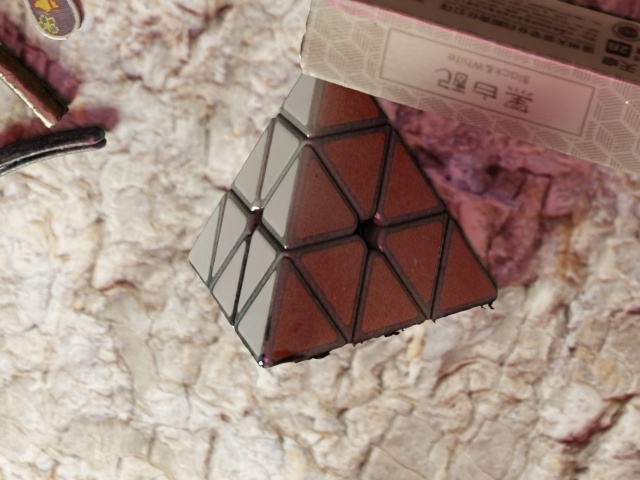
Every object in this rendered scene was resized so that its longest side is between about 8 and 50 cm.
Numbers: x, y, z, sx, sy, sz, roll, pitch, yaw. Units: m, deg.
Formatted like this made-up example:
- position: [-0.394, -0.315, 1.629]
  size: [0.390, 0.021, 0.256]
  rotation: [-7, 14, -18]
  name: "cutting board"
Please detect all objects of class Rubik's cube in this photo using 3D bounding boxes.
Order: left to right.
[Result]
- position: [0.002, 0.001, 1.787]
  size: [0.228, 0.233, 0.229]
  rotation: [-35, 157, -3]
  name: "Rubik's cube"

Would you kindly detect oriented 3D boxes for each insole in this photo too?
- position: [-0.272, -0.268, 1.769]
  size: [0.065, 0.004, 0.197]
  rotation: [-8, 122, 22]
  name: "insole"

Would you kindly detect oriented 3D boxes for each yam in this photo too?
- position: [-0.292, -0.162, 1.838]
  size: [0.129, 0.027, 0.033]
  rotation: [46, 135, -15]
  name: "yam"

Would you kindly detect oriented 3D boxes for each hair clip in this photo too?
- position: [-0.326, -0.057, 1.915]
  size: [0.275, 0.048, 0.083]
  rotation: [-26, 109, 31]
  name: "hair clip"

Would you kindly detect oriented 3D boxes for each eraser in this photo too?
- position: [0.190, -0.145, 1.650]
  size: [0.404, 0.098, 0.096]
  rotation: [18, 129, 6]
  name: "eraser"
